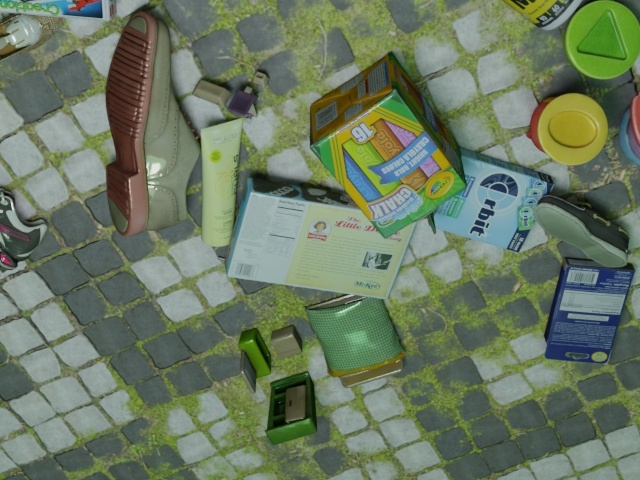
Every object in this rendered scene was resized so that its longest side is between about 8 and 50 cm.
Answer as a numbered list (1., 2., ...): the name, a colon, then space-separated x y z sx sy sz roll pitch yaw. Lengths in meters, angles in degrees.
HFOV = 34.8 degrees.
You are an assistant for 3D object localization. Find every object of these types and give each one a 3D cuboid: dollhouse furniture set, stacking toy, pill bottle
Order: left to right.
1. dollhouse furniture set: -0.157 -0.257 1.804 0.114 0.091 0.081 22 163 12
2. dollhouse furniture set: 0.009 0.244 2.013 0.302 0.151 0.197 -19 118 10
3. pill bottle: 0.317 -0.439 1.633 0.209 0.119 0.119 31 116 -16
4. stacking toy: 0.518 -0.260 1.775 0.309 0.130 0.279 6 94 -7

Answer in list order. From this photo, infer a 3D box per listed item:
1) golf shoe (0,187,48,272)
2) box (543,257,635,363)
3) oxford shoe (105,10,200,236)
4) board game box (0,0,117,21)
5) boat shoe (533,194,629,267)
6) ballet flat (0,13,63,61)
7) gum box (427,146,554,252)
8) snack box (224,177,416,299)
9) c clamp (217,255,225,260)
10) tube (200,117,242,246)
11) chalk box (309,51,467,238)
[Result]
1. golf shoe: -0.631 -0.067 1.877 0.120 0.105 0.273 -42 119 5
2. box: 0.525 0.141 2.019 0.137 0.036 0.225 5 119 -3
3. oxford shoe: -0.287 -0.204 1.789 0.147 0.140 0.396 -8 120 -33
4. board game box: -0.484 -0.462 1.635 0.306 0.053 0.192 7 121 6
5. boat shoe: 0.485 -0.029 1.891 0.228 0.068 0.081 31 155 -26
6. ballet flat: -0.527 -0.336 1.723 0.206 0.067 0.073 -26 116 14
7. gum box: 0.313 -0.073 1.892 0.185 0.041 0.156 16 119 -11
8. snack box: 0.000 0.000 1.897 0.322 0.060 0.187 9 121 -16
9. c clamp: -0.108 -0.005 1.943 0.137 0.022 0.160 18 119 -10
10. tube: -0.184 -0.103 1.860 0.062 0.070 0.240 7 120 3
11. chalk box: 0.135 -0.141 1.774 0.179 0.180 0.289 -33 116 18
